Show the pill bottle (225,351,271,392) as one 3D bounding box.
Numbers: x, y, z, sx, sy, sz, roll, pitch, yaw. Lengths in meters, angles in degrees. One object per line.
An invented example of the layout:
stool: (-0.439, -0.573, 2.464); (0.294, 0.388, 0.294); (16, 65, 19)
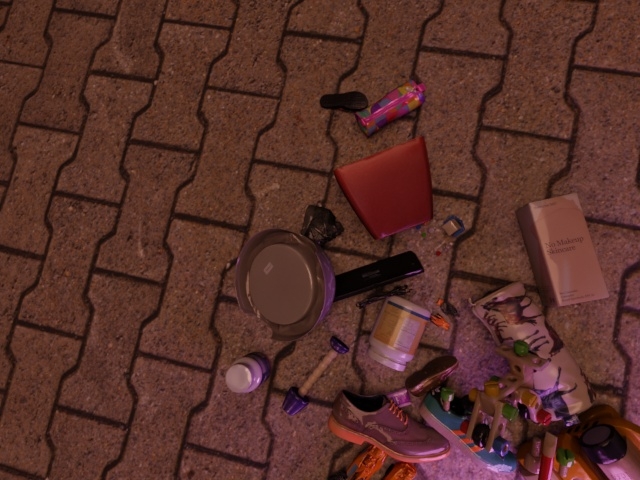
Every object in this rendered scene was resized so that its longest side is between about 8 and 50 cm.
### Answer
pill bottle: (-0.227, 0.413, 1.254); (0.108, 0.180, 0.107); (-1, 83, 9)

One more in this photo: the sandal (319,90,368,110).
sandal: (0.085, -0.483, 1.405); (0.179, 0.040, 0.067); (10, 78, 24)

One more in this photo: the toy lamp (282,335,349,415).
toy lamp: (-0.021, 0.432, 1.274); (0.080, 0.080, 0.274); (36, 89, 11)

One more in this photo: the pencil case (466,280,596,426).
pencil case: (0.598, 0.312, 1.159); (0.184, 0.160, 0.410); (-28, 79, -10)

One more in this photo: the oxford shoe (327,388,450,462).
oxford shoe: (0.211, 0.538, 1.177); (0.364, 0.130, 0.132); (14, 102, 2)

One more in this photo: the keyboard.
keyboard: (0.167, 0.135, 1.248); (0.318, 0.201, 0.033); (-20, 119, 7)

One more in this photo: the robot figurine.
robot figurine: (0.140, 0.751, 1.204); (0.211, 0.085, 0.291); (38, 89, 12)

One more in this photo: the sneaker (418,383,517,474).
sneaker: (0.444, 0.543, 1.163); (0.302, 0.108, 0.121); (33, 110, 12)

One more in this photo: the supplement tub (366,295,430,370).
supplement tub: (0.234, 0.277, 1.223); (0.145, 0.144, 0.199); (23, 87, 11)

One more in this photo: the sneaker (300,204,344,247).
sneaker: (0.000, 0.000, 1.323); (0.131, 0.087, 0.227); (10, 79, 16)

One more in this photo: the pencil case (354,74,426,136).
pencil case: (0.232, -0.444, 1.341); (0.237, 0.104, 0.104); (-32, 79, 5)

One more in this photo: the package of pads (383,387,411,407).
package of pads: (0.238, 0.496, 1.251); (0.084, 0.032, 0.050); (-20, 84, 5)

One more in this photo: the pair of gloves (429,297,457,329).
pair of gloves: (0.389, 0.235, 1.275); (0.074, 0.010, 0.083); (32, 85, 12)

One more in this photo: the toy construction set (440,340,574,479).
toy construction set: (0.483, 0.392, 0.984); (0.258, 0.309, 0.237); (-2, 105, -7)

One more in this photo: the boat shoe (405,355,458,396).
boat shoe: (0.348, 0.419, 1.236); (0.178, 0.064, 0.060); (-34, 110, 4)

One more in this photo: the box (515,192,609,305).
box: (0.713, 0.030, 1.198); (0.148, 0.121, 0.310); (-14, 81, 7)

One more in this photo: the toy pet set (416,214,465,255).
toy pet set: (0.397, -0.033, 1.297); (0.114, 0.065, 0.122); (-44, 73, 36)

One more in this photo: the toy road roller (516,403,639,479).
toy road roller: (0.745, 0.600, 1.106); (0.202, 0.241, 0.329); (54, 129, 11)

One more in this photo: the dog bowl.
dog bowl: (-0.108, 0.133, 1.256); (0.349, 0.102, 0.348); (1, 92, 32)

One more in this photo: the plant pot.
plant pot: (0.206, -0.143, 1.238); (0.268, 0.267, 0.235); (-20, 93, 5)
